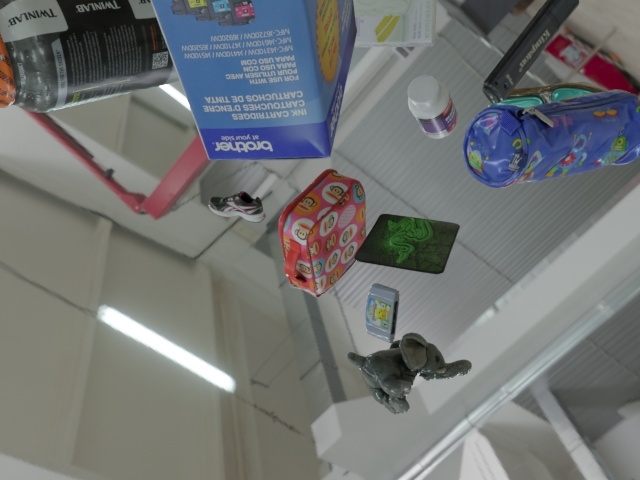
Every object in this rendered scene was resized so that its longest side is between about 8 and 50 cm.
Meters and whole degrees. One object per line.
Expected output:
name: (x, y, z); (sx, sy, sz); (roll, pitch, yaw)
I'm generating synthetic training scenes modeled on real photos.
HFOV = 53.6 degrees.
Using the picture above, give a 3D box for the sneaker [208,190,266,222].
sneaker: (-0.243, -0.113, 1.861); (0.178, 0.077, 0.072); (10, -147, 15)

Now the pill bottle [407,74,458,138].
pill bottle: (0.293, -0.355, 1.672); (0.108, 0.108, 0.193); (52, -171, 27)

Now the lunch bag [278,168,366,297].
lunch bag: (0.000, 0.000, 1.539); (0.120, 0.258, 0.293); (28, 148, 25)

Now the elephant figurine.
elephant figurine: (0.229, 0.307, 1.598); (0.169, 0.239, 0.186); (19, 141, 54)

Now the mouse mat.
mouse mat: (0.155, 0.001, 1.108); (0.152, 0.007, 0.190); (9, -151, 18)

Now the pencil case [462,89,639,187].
pencil case: (0.361, -0.158, 0.952); (0.306, 0.133, 0.119); (-12, -121, -27)

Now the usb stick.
usb stick: (0.442, -0.414, 1.334); (0.045, 0.278, 0.077); (41, -175, 37)

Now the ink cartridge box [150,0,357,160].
ink cartridge box: (-0.056, -0.269, 0.671); (0.395, 0.151, 0.270); (80, -164, -47)

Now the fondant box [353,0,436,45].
fondant box: (0.125, -0.612, 1.587); (0.330, 0.238, 0.096); (4, -168, 15)

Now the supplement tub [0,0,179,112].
supplement tub: (-0.401, -0.333, 1.047); (0.338, 0.207, 0.207); (-26, -114, -37)

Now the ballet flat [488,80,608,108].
ballet flat: (0.621, -0.370, 1.682); (0.124, 0.342, 0.116); (-47, -53, -40)

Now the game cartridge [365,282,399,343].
game cartridge: (0.093, 0.110, 0.968); (0.017, 0.083, 0.056); (-5, -165, -40)
